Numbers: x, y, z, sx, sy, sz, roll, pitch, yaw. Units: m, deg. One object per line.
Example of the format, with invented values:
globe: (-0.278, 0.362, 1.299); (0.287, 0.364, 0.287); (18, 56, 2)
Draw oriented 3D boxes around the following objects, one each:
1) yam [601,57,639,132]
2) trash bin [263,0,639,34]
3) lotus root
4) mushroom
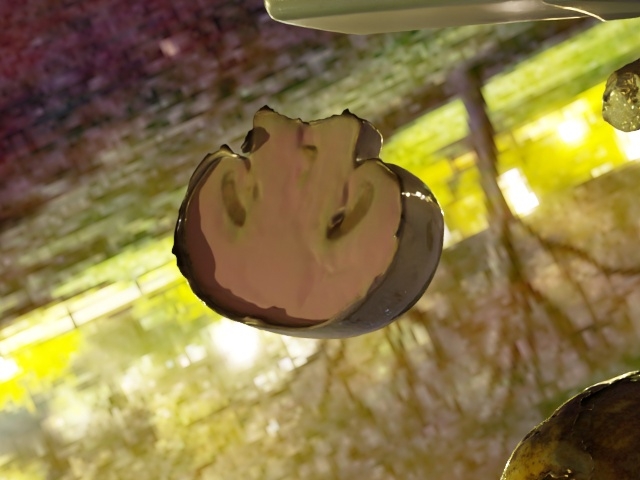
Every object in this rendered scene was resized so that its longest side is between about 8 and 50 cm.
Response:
yam: (0.396, -0.195, 1.575); (0.317, 0.071, 0.067); (-31, 167, -31)
trash bin: (0.099, -0.181, 0.956); (0.236, 0.101, 0.177); (-3, -176, 23)
lotus root: (0.337, 0.257, 1.749); (0.397, 0.196, 0.179); (-19, 142, -46)
mushroom: (0.000, 0.000, 1.021); (0.188, 0.141, 0.117); (7, 162, 35)
